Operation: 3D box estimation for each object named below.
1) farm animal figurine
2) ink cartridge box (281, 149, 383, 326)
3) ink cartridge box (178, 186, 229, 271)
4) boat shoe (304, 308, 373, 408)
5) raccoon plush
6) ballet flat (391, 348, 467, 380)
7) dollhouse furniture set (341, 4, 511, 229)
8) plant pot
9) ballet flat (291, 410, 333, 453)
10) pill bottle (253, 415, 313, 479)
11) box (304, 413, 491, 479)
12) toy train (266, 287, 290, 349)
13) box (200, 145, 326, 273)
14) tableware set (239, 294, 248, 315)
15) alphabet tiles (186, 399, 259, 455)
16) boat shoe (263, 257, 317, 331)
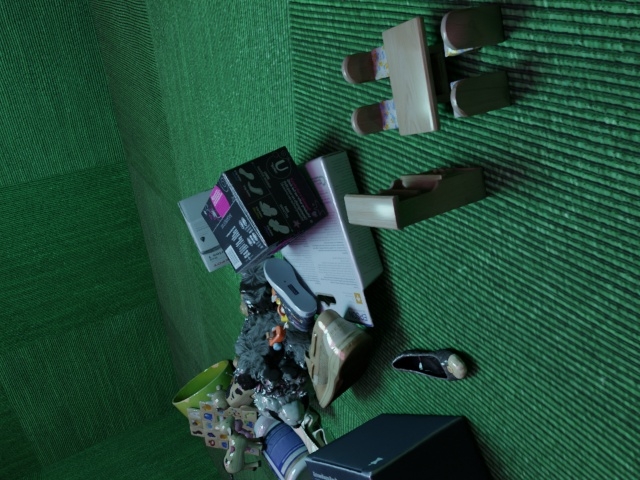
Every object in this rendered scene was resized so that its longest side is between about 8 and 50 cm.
[{"bbox_3d":[-0.254,0.507,1.549,0.326,0.172,0.330,-60,30,23],"label":"farm animal figurine"},{"bbox_3d":[0.000,0.000,1.060,0.324,0.071,0.330,-2,108,62],"label":"ink cartridge box"},{"bbox_3d":[-0.265,-0.035,1.346,0.092,0.160,0.219,55,163,34],"label":"ink cartridge box"},{"bbox_3d":[0.029,0.253,1.075,0.110,0.122,0.341,43,149,22],"label":"boat shoe"},{"bbox_3d":[-0.105,0.285,1.399,0.299,0.216,0.446,88,-179,-56],"label":"raccoon plush"},{"bbox_3d":[0.189,0.219,0.869,0.173,0.049,0.057,-22,88,63],"label":"ballet flat"},{"bbox_3d":[0.109,-0.154,0.658,0.212,0.161,0.242,11,116,60],"label":"dollhouse furniture set"},{"bbox_3d":[-0.422,0.708,2.112,0.293,0.275,0.275,57,154,-7],"label":"plant pot"},{"bbox_3d":[-0.019,0.548,1.447,0.248,0.086,0.086,48,145,35],"label":"ballet flat"},{"bbox_3d":[-0.094,0.645,1.547,0.265,0.153,0.153,31,133,51],"label":"pill bottle"},{"bbox_3d":[0.180,0.547,0.919,0.395,0.212,0.293,67,153,7],"label":"box"},{"bbox_3d":[-0.107,0.173,1.226,0.125,0.046,0.166,-47,37,36],"label":"toy train"},{"bbox_3d":[-0.121,-0.052,1.006,0.163,0.142,0.247,59,154,2],"label":"box"},{"bbox_3d":[-0.238,0.256,1.712,0.168,0.020,0.141,62,153,14],"label":"tableware set"},{"bbox_3d":[-0.355,0.742,1.980,0.011,0.343,0.285,-71,-14,-54],"label":"alphabet tiles"},{"bbox_3d":[-0.075,0.124,1.144,0.183,0.065,0.083,49,147,34],"label":"boat shoe"}]
